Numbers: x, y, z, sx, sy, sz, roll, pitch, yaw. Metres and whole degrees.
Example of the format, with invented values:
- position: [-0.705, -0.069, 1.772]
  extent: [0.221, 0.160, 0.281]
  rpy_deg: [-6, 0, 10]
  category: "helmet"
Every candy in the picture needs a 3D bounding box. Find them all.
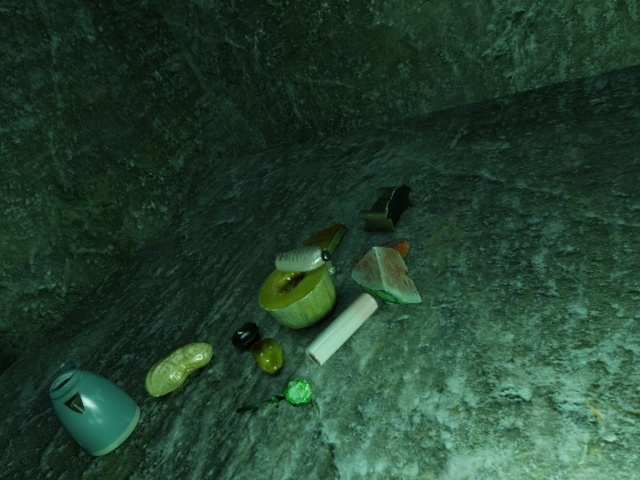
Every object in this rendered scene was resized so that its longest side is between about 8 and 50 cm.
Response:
- position: [-0.172, 0.563, 1.583]
  extent: [0.323, 0.097, 0.097]
  rpy_deg: [-24, 28, 21]
  category: "candy"

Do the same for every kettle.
- position: [-0.939, 0.638, 1.803]
  extent: [0.247, 0.342, 0.319]
  rpy_deg: [-39, 30, -19]
  category: "kettle"

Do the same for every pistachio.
- position: [-0.208, 0.442, 1.768]
  extent: [0.110, 0.100, 0.189]
  rpy_deg: [-34, 28, -10]
  category: "pistachio"

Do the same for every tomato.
- position: [0.280, 0.076, 1.947]
  extent: [0.237, 0.095, 0.237]
  rpy_deg: [-27, 7, 4]
  category: "tomato"

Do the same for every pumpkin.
- position: [-0.078, 0.235, 1.927]
  extent: [0.332, 0.199, 0.332]
  rpy_deg: [-27, 27, 15]
  category: "pumpkin"

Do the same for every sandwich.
- position: [0.000, 0.000, 2.358]
  extent: [0.212, 0.063, 0.245]
  rpy_deg: [-7, 33, 35]
  category: "sandwich"

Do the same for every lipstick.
- position: [0.084, 0.335, 1.716]
  extent: [0.327, 0.087, 0.087]
  rpy_deg: [-41, 32, -24]
  category: "lipstick"

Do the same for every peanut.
- position: [-0.602, 0.540, 1.912]
  extent: [0.305, 0.147, 0.147]
  rpy_deg: [-37, 30, -27]
  category: "peanut"

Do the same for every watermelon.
- position: [0.265, 0.135, 1.727]
  extent: [0.262, 0.213, 0.201]
  rpy_deg: [27, 101, 49]
  category: "watermelon"

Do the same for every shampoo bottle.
- position: [-0.069, 0.078, 1.882]
  extent: [0.257, 0.078, 0.127]
  rpy_deg: [-11, 40, 36]
  category: "shampoo bottle"

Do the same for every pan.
- position: [-0.311, 0.397, 1.979]
  extent: [0.128, 0.048, 0.202]
  rpy_deg: [-8, 35, 28]
  category: "pan"

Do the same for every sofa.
- position: [0.321, -0.178, 2.260]
  extent: [0.200, 0.182, 0.258]
  rpy_deg: [3, 40, 43]
  category: "sofa"

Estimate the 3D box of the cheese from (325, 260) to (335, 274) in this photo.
- position: [-0.019, 0.154, 2.147]
  extent: [0.192, 0.037, 0.097]
  rpy_deg: [-20, 28, 11]
  category: "cheese"
